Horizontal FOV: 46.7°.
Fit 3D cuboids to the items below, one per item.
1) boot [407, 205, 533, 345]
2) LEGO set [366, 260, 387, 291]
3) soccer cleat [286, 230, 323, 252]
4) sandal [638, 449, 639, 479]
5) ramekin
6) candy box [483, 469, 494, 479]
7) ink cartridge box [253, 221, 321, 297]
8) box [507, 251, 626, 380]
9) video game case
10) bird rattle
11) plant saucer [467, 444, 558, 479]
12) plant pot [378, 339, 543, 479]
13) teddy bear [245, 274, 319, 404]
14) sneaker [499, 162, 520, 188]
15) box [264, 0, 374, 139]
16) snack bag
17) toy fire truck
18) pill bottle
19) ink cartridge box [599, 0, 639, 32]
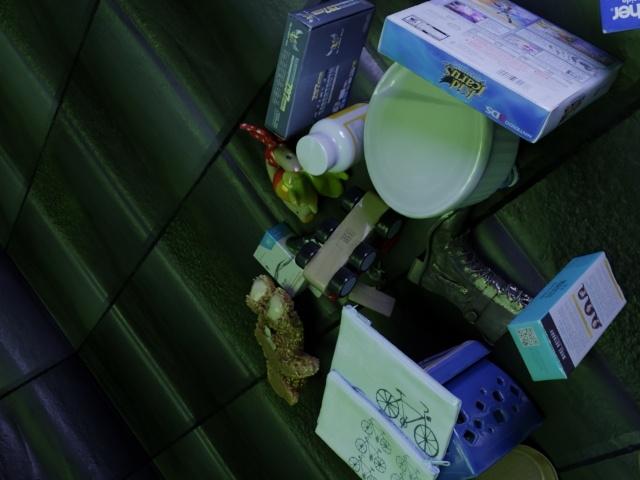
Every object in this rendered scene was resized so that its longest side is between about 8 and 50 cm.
[{"bbox_3d":[0.296,0.056,1.369,0.229,0.091,0.263,35,139,16],"label":"boot"},{"bbox_3d":[0.117,0.082,1.594,0.054,0.023,0.083,16,124,38],"label":"LEGO set"},{"bbox_3d":[0.000,0.000,1.640,0.179,0.060,0.072,10,111,33],"label":"soccer cleat"},{"bbox_3d":[0.591,0.373,1.281,0.060,0.090,0.219,-110,12,-48],"label":"sandal"},{"bbox_3d":[0.204,-0.173,1.218,0.273,0.127,0.273,6,98,52],"label":"ramekin"},{"bbox_3d":[0.343,0.542,1.621,0.165,0.070,0.196,-20,99,48],"label":"candy box"},{"bbox_3d":[-0.064,0.058,1.729,0.180,0.060,0.104,46,138,13],"label":"ink cartridge box"},{"bbox_3d":[0.395,0.116,1.170,0.060,0.244,0.100,-19,99,48],"label":"box"},{"bbox_3d":[0.261,-0.265,1.067,0.269,0.244,0.061,38,137,22],"label":"video game case"},{"bbox_3d":[-0.074,-0.142,1.573,0.253,0.143,0.207,41,153,23],"label":"bird rattle"},{"bbox_3d":[0.384,0.503,1.516,0.199,0.036,0.198,0,98,2],"label":"plant saucer"},{"bbox_3d":[0.252,0.339,1.470,0.236,0.236,0.212,-37,79,50],"label":"plant pot"},{"bbox_3d":[-0.084,0.235,1.809,0.245,0.113,0.338,7,121,58],"label":"teddy bear"},{"bbox_3d":[0.289,-0.148,1.255,0.052,0.058,0.135,-30,91,49],"label":"sneaker"},{"bbox_3d":[-0.003,-0.315,1.344,0.059,0.183,0.232,38,135,22],"label":"box"},{"bbox_3d":[0.118,0.341,1.428,0.323,0.037,0.342,39,130,37],"label":"snack bag"},{"bbox_3d":[0.092,0.042,1.498,0.158,0.217,0.246,36,173,22],"label":"toy fire truck"},{"bbox_3d":[0.042,-0.187,1.377,0.103,0.184,0.103,24,129,34],"label":"pill bottle"},{"bbox_3d":[0.465,-0.403,0.857,0.270,0.151,0.395,3,118,44],"label":"ink cartridge box"}]
